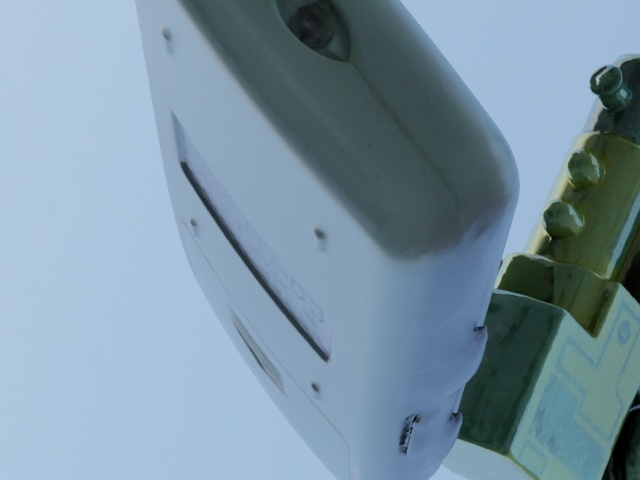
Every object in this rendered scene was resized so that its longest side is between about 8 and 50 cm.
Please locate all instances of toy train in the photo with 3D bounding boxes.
[{"bbox_3d":[0.200,0.022,1.252,0.150,0.237,0.369,11,-111,39],"label":"toy train"}]

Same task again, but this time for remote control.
[{"bbox_3d":[0.000,0.000,0.575,0.056,0.296,0.140,-32,-109,-12],"label":"remote control"}]
